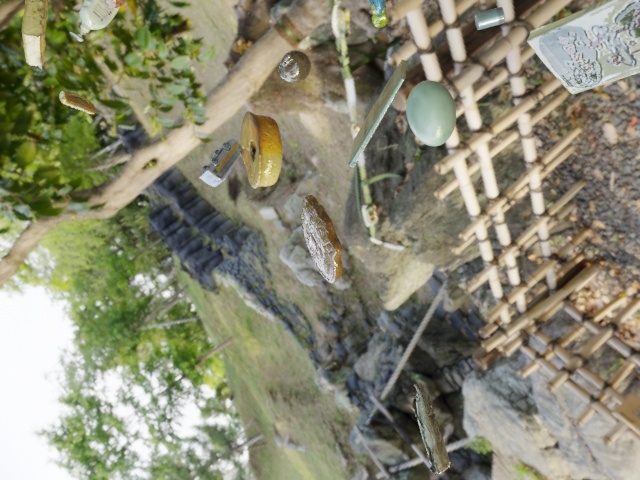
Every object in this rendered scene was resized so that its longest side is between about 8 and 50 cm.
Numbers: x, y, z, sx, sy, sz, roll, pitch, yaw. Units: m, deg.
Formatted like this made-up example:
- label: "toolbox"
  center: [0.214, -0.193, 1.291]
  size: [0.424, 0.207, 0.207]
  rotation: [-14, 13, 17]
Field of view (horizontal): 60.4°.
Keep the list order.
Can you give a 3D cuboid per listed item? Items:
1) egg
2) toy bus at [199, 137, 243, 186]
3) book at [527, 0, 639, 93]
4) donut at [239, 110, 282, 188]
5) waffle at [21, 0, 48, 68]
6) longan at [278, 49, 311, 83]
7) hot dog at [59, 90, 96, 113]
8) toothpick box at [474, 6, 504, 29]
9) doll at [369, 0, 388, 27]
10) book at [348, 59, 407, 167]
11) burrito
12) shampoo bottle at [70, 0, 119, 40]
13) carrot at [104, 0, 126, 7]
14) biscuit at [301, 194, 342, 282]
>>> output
- label: "egg"
  center: [0.387, -0.443, 1.919]
  size: [0.168, 0.168, 0.230]
  rotation: [150, 108, -79]
- label: "toy bus"
  center: [-0.317, -0.252, 1.774]
  size: [0.075, 0.190, 0.064]
  rotation: [42, 135, -21]
- label: "book"
  center: [0.810, -0.556, 1.549]
  size: [0.260, 0.043, 0.371]
  rotation: [37, 158, -23]
- label: "donut"
  center: [-0.142, -0.223, 1.363]
  size: [0.174, 0.075, 0.190]
  rotation: [112, 146, -48]
- label: "waffle"
  center: [-0.814, -0.652, 1.574]
  size: [0.168, 0.057, 0.273]
  rotation: [152, 118, -61]
- label: "longan"
  center: [-0.084, -0.551, 1.738]
  size: [0.106, 0.106, 0.119]
  rotation: [48, -169, 25]
- label: "hot dog"
  center: [-0.636, -0.362, 1.441]
  size: [0.137, 0.028, 0.044]
  rotation: [-10, -92, -78]
- label: "toothpick box"
  center: [0.547, -0.717, 1.778]
  size: [0.052, 0.083, 0.052]
  rotation: [-13, -90, -81]
- label: "doll"
  center: [0.123, -0.788, 1.557]
  size: [0.346, 0.099, 0.341]
  rotation: [63, -164, -73]
- label: "book"
  center: [0.161, -0.356, 1.536]
  size: [0.025, 0.282, 0.214]
  rotation: [28, -150, -7]
- label: "burrito"
  center: [0.214, 0.367, 1.080]
  size: [0.051, 0.042, 0.171]
  rotation: [34, -145, -59]
- label: "shampoo bottle"
  center: [-0.551, -0.548, 1.341]
  size: [0.045, 0.151, 0.077]
  rotation: [14, 163, 38]
- label: "carrot"
  center: [-0.409, -0.577, 1.162]
  size: [0.048, 0.216, 0.048]
  rotation: [9, 156, 4]
- label: "biscuit"
  center: [-0.002, 0.001, 1.815]
  size: [0.273, 0.049, 0.257]
  rotation: [58, 158, 34]
